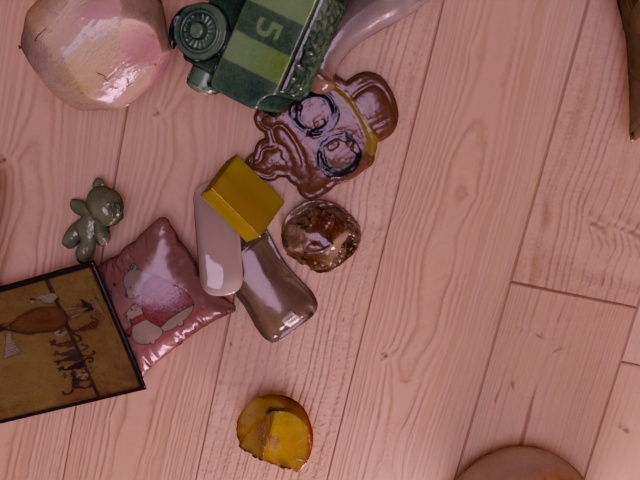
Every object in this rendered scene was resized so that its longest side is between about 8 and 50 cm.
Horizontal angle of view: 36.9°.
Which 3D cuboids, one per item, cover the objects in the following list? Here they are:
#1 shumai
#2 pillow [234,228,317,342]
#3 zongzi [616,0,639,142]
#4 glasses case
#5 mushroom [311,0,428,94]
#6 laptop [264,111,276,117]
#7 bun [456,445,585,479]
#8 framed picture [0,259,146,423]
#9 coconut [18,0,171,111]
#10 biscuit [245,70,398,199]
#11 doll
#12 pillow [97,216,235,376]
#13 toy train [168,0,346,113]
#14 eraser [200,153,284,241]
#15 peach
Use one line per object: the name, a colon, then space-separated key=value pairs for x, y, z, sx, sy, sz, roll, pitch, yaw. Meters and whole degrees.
shumai: x=-0.003 y=-0.003 z=1.695 sx=0.145 sy=0.116 sz=0.146 roll=-1 pitch=105 yaw=-3
pillow: x=-0.104 y=0.076 z=1.752 sx=0.130 sy=0.033 sz=0.217 roll=-38 pitch=101 yaw=-1
zongzi: x=0.527 y=-0.367 z=1.620 sx=0.289 sy=0.154 sz=0.318 roll=36 pitch=106 yaw=-2
glasses case: x=-0.181 y=-0.004 z=1.698 sx=0.081 sy=0.051 sz=0.204 roll=-3 pitch=84 yaw=-11
mushroom: x=0.063 y=-0.367 z=1.615 sx=0.270 sy=0.103 sz=0.118 roll=-42 pitch=66 yaw=14
laptop: x=-0.085 y=-0.324 z=1.630 sx=0.135 sy=0.016 sz=0.197 roll=32 pitch=102 yaw=24
bun: x=0.391 y=0.548 z=1.826 sx=0.298 sy=0.165 sz=0.299 roll=-1 pitch=106 yaw=-3
framed picture: x=-0.508 y=0.192 z=1.734 sx=0.338 sy=0.014 sz=0.255 roll=-14 pitch=105 yaw=15
coconut: x=-0.348 y=-0.332 z=1.549 sx=0.230 sy=0.227 sz=0.227 roll=-37 pitch=103 yaw=6
biscuit: x=-0.001 y=-0.191 z=1.688 sx=0.290 sy=0.041 sz=0.208 roll=-30 pitch=102 yaw=4
doll: x=-0.400 y=-0.032 z=1.703 sx=0.150 sy=0.077 sz=0.115 roll=-49 pitch=63 yaw=20
pillow: x=-0.303 y=0.106 z=1.726 sx=0.236 sy=0.084 sz=0.223 roll=-36 pitch=104 yaw=8
toy train: x=-0.095 y=-0.356 z=1.548 sx=0.238 sy=0.167 sz=0.299 roll=30 pitch=104 yaw=16
eraser: x=-0.136 y=-0.074 z=1.677 sx=0.122 sy=0.097 sz=0.045 roll=46 pitch=142 yaw=-16
peach: x=-0.073 y=0.354 z=1.783 sx=0.151 sy=0.118 sz=0.151 roll=-1 pitch=88 yaw=34
